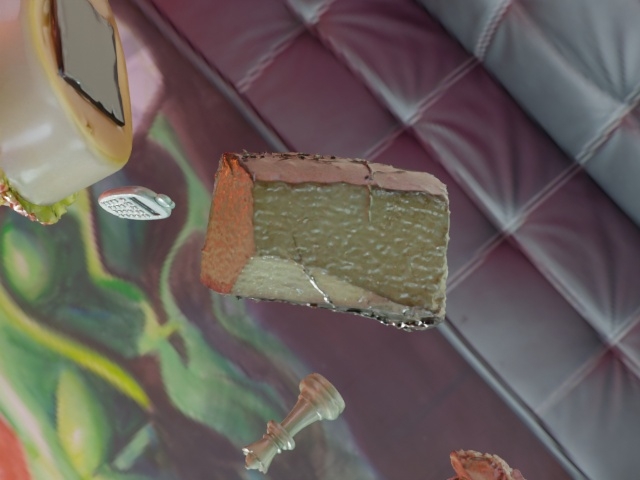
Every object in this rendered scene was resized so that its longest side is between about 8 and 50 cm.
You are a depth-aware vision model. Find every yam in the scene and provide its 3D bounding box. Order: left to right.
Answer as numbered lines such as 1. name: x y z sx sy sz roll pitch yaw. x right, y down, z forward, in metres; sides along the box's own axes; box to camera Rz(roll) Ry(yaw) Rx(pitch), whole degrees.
1. yam: -0.001 -0.003 1.389 0.201 0.271 0.202 -172 89 -69

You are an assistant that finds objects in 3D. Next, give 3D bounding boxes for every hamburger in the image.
1. hamburger: -0.311 -0.168 1.180 0.276 0.179 0.294 44 -144 -74

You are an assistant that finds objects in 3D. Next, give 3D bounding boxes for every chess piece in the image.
1. chess piece: -0.026 0.150 0.915 0.042 0.093 0.042 40 156 22

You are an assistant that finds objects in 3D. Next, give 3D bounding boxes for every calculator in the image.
1. calculator: -0.301 -0.061 1.889 0.153 0.021 0.095 -7 151 36

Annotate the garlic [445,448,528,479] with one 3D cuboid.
1. garlic: 0.218 0.373 1.354 0.214 0.160 0.191 -124 37 -61
